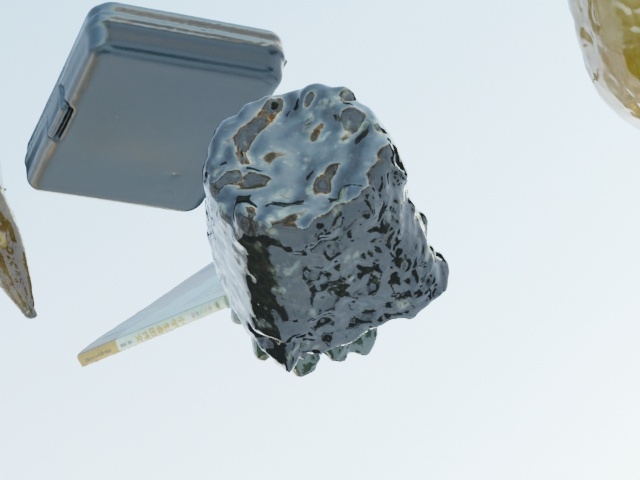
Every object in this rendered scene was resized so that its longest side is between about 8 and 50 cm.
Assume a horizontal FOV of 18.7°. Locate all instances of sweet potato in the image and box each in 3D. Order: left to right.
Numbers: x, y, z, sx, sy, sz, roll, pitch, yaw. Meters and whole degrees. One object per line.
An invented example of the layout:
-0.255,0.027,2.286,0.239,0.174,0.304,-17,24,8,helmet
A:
-0.307,-0.062,1.689,0.059,0.281,0.067,-12,-26,-22,sweet potato

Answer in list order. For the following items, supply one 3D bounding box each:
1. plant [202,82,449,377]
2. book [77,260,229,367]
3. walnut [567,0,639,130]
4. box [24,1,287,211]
0.000,0.000,1.190,0.132,0.129,0.194,-23,-31,-7,plant
-0.094,0.040,1.880,0.208,0.020,0.295,-34,7,-35,book
0.258,-0.178,1.328,0.193,0.193,0.226,-8,-94,-61,walnut
-0.133,-0.100,1.533,0.230,0.160,0.050,129,144,-55,box
